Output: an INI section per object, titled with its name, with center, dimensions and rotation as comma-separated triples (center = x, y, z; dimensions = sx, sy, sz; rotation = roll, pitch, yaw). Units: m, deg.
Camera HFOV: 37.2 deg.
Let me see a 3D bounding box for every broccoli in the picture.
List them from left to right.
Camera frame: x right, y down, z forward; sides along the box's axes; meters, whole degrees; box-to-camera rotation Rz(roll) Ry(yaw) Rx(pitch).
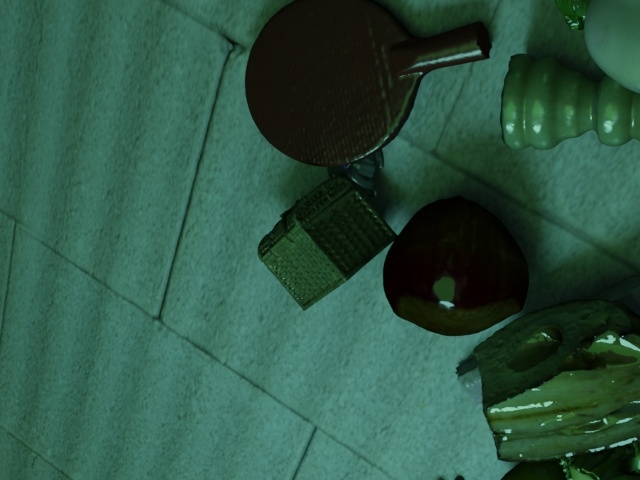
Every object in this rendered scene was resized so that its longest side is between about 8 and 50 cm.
[broccoli]
center = 0.458, 0.340, 1.462
dimensions = 0.226, 0.176, 0.198
rotation = 44, 130, -2

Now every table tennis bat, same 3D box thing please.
[table tennis bat]
center = 0.058, -0.256, 1.448
dimensions = 0.414, 0.051, 0.268
rotation = -10, 95, 30

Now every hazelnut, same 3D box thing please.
[hazelnut]
center = 0.200, 0.036, 1.454
dimensions = 0.229, 0.229, 0.230
rotation = 15, 122, 25

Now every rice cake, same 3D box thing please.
[rice cake]
center = 0.366, 0.163, 1.496
dimensions = 0.070, 0.064, 0.399
rotation = 48, 130, -7

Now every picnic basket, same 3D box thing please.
[picnic basket]
center = 0.000, 0.000, 1.559
dimensions = 0.154, 0.134, 0.196
rotation = 51, 152, 2

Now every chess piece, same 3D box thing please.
[chess piece]
center = 0.374, -0.179, 1.272
dimensions = 0.243, 0.133, 0.133
rotation = 7, 118, 25

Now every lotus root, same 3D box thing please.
[lotus root]
center = 0.368, 0.198, 1.392
dimensions = 0.314, 0.142, 0.210
rotation = -21, 120, 29

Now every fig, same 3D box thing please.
[fig]
center = 0.383, 0.462, 1.583
dimensions = 0.181, 0.191, 0.181
rotation = -3, 125, -5

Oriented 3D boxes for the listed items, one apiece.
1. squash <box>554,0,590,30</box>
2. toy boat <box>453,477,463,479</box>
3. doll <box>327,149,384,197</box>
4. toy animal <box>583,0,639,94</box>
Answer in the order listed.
[squash]
center = 0.324, -0.377, 1.226
dimensions = 0.077, 0.068, 0.219
rotation = -11, 109, 19
[toy boat]
center = 0.269, 0.538, 1.770
dimensions = 0.104, 0.052, 0.210
rotation = -3, 114, 31
[doll]
center = 0.038, -0.153, 1.535
dimensions = 0.104, 0.062, 0.195
rotation = -34, 85, 14
[toy animal]
center = 0.437, -0.301, 1.120
dimensions = 0.212, 0.212, 0.267
rotation = 25, 130, 19
